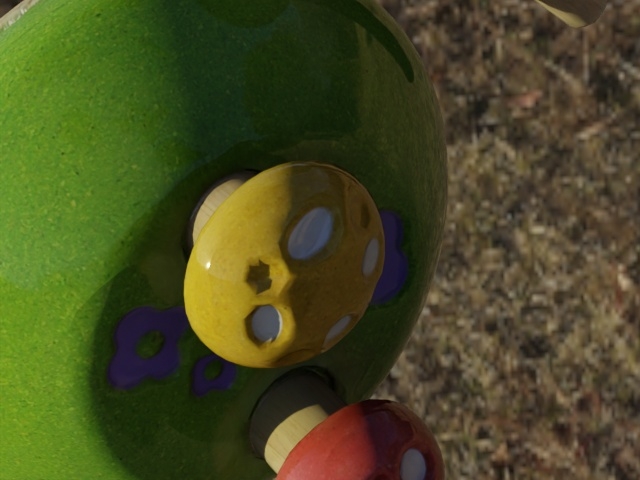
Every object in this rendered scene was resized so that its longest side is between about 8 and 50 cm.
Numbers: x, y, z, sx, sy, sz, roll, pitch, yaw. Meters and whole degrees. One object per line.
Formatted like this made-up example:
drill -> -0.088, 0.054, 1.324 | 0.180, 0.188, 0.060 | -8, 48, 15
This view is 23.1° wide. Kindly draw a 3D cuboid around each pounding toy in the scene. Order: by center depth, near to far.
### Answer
pounding toy -> 0.000, 0.000, 0.423 | 0.237, 0.183, 0.110 | -54, 46, 3
